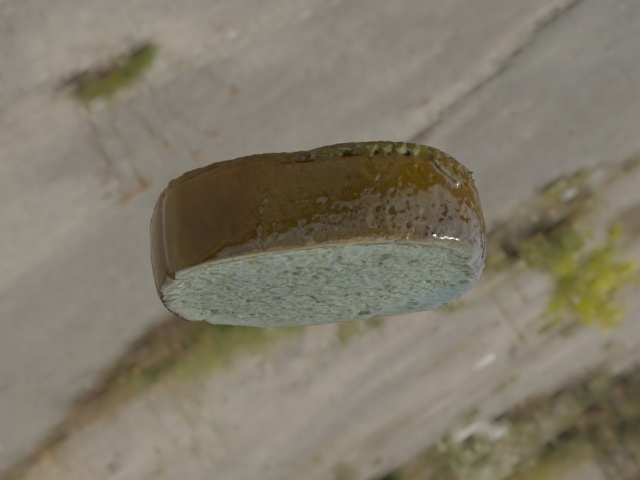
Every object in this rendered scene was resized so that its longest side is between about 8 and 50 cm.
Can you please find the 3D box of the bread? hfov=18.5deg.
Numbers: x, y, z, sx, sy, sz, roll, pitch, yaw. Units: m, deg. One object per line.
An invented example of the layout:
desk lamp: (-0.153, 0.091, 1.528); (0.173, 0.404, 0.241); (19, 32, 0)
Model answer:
bread: (0.000, 0.000, 1.317); (0.236, 0.070, 0.236); (-6, 163, -2)
